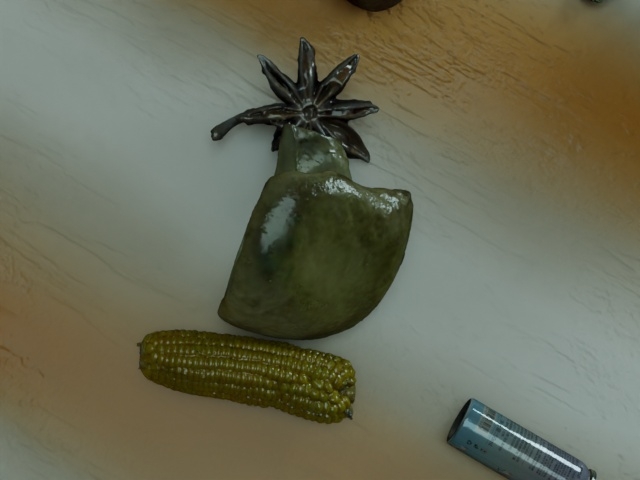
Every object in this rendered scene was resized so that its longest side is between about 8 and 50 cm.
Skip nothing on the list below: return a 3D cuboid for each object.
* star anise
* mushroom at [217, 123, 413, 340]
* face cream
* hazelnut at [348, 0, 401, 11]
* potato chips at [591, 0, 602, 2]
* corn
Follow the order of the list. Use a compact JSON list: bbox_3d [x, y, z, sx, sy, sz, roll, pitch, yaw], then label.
[{"bbox_3d":[-0.032,-0.182,1.640,0.231,0.089,0.209,13,92,0],"label":"star anise"},{"bbox_3d":[0.006,0.008,1.536,0.217,0.212,0.292,20,89,1],"label":"mushroom"},{"bbox_3d":[0.290,0.306,1.585,0.229,0.075,0.075,31,81,3],"label":"face cream"},{"bbox_3d":[0.078,-0.408,1.665,0.154,0.143,0.143,-23,83,-13],"label":"hazelnut"},{"bbox_3d":[0.402,-0.435,1.712,0.228,0.059,0.167,-14,92,-4],"label":"potato chips"},{"bbox_3d":[-0.102,0.179,1.576,0.312,0.102,0.102,12,81,-1],"label":"corn"}]
